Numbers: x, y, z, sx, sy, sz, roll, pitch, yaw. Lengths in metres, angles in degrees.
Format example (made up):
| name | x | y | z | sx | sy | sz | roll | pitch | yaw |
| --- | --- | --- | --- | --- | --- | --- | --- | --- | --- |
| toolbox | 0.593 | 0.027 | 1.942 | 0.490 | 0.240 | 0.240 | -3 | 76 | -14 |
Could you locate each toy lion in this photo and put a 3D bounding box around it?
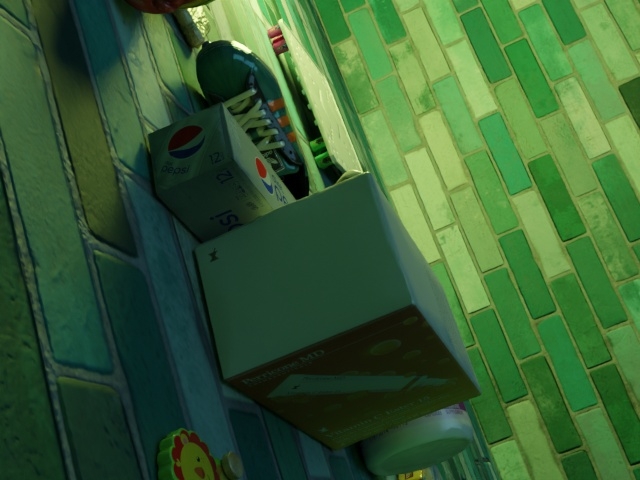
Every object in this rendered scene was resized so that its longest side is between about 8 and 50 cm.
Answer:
| name | x | y | z | sx | sy | sz | roll | pitch | yaw |
| --- | --- | --- | --- | --- | --- | --- | --- | --- | --- |
| toy lion | -0.095 | 0.202 | 0.715 | 0.096 | 0.034 | 0.100 | 38 | 30 | -55 |

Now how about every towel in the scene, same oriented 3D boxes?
| name | x | y | z | sx | sy | sz | roll | pitch | yaw |
| --- | --- | --- | --- | --- | --- | --- | --- | --- | --- |
| towel | -0.205 | -0.359 | 1.378 | 0.110 | 0.027 | 0.148 | 61 | 12 | -22 |

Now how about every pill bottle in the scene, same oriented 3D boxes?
| name | x | y | z | sx | sy | sz | roll | pitch | yaw |
| --- | --- | --- | --- | --- | --- | --- | --- | --- | --- |
| pill bottle | 0.108 | 0.189 | 1.367 | 0.169 | 0.169 | 0.302 | 48 | 21 | -60 |

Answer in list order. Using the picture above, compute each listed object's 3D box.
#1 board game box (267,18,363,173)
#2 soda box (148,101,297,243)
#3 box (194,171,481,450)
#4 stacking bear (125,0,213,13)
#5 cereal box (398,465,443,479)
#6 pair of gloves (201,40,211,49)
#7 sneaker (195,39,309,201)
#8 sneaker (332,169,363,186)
| name | x | y | z | sx | sy | sz | roll | pitch | yaw |
| --- | --- | --- | --- | --- | --- | --- | --- | --- | --- |
| board game box | 0.003 | -0.308 | 2.243 | 0.390 | 0.050 | 0.390 | 35 | 34 | -70 |
| soda box | -0.088 | -0.032 | 1.055 | 0.286 | 0.098 | 0.091 | 52 | 19 | -53 |
| box | 0.035 | 0.102 | 1.057 | 0.345 | 0.215 | 0.168 | 49 | 21 | -57 |
| stacking bear | -0.184 | -0.381 | 1.181 | 0.175 | 0.164 | 0.289 | 53 | 25 | -17 |
| cereal box | 0.201 | 0.468 | 1.556 | 0.173 | 0.047 | 0.240 | -81 | 146 | -71 |
| pair of gloves | -0.139 | -0.222 | 1.427 | 0.159 | 0.023 | 0.198 | -102 | 166 | -53 |
| sneaker | -0.084 | -0.151 | 1.306 | 0.302 | 0.108 | 0.121 | 59 | 8 | -41 |
| sneaker | 0.000 | 0.000 | 1.470 | 0.104 | 0.147 | 0.296 | 42 | -23 | 6 |
